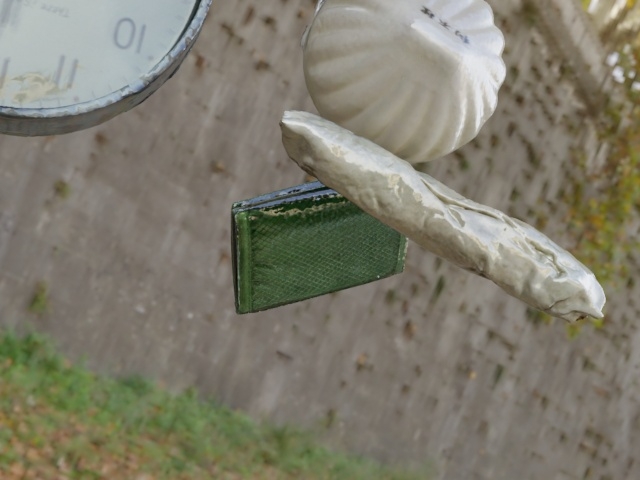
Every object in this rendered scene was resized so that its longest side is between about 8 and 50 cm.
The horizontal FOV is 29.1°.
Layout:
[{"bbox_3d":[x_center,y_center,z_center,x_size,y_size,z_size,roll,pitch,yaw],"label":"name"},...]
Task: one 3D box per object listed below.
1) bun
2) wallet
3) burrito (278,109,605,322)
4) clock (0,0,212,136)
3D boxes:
[{"bbox_3d":[0.119,-0.228,1.505,0.263,0.263,0.175,26,-10,-11],"label":"bun"},{"bbox_3d":[-0.001,-0.001,1.526,0.236,0.160,0.055,-13,33,-20],"label":"wallet"},{"bbox_3d":[0.126,-0.028,1.312,0.392,0.076,0.117,30,7,2],"label":"burrito"},{"bbox_3d":[-0.238,-0.249,1.004,0.325,0.325,0.067,26,-11,-14],"label":"clock"}]
